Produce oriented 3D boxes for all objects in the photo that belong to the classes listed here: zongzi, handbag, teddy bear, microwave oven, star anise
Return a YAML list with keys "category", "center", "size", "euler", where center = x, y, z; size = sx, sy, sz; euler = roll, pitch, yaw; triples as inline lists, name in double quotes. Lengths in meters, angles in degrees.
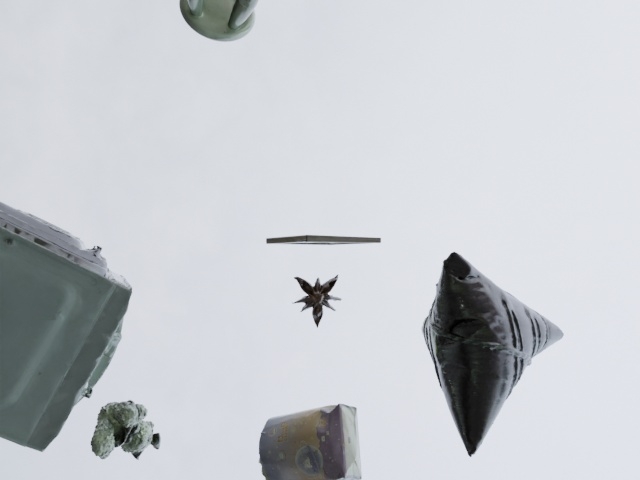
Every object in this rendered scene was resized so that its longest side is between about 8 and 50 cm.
- category: "zongzi"
  center: [0.323, 0.251, 1.193]
  size: [0.319, 0.383, 0.362]
  euler: [-5, -111, 24]
- category: "handbag"
  center: [-0.024, 0.328, 0.919]
  size: [0.173, 0.095, 0.117]
  euler: [-21, -123, 29]
- category: "teddy bear"
  center: [-0.428, 0.404, 1.253]
  size: [0.111, 0.133, 0.213]
  euler: [41, -17, 23]
- category: "microwave oven"
  center: [-0.332, 0.060, 0.619]
  size: [0.181, 0.237, 0.295]
  euler: [-62, -162, -10]
- category: "star anise"
  center: [-0.008, 0.150, 1.426]
  size: [0.056, 0.124, 0.129]
  euler: [143, -56, -86]

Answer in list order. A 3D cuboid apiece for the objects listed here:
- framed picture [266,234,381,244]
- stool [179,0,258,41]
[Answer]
- category: "framed picture"
  center: [0.000, 0.000, 0.807]
  size: [0.149, 0.109, 0.011]
  euler: [178, -87, -66]
- category: "stool"
  center: [-0.233, -0.624, 1.426]
  size: [0.198, 0.195, 0.195]
  euler: [134, -30, -59]
